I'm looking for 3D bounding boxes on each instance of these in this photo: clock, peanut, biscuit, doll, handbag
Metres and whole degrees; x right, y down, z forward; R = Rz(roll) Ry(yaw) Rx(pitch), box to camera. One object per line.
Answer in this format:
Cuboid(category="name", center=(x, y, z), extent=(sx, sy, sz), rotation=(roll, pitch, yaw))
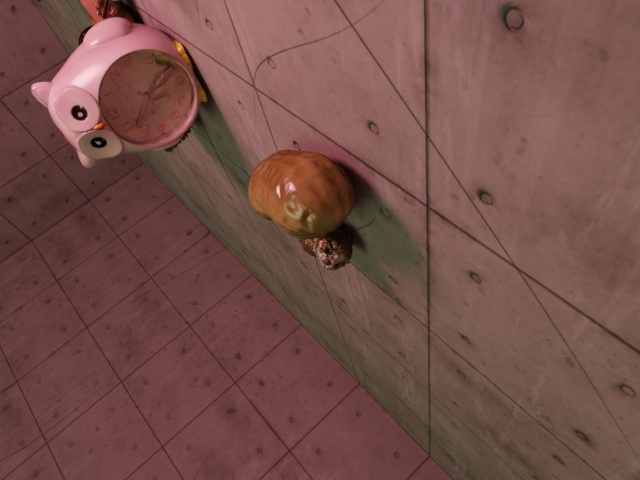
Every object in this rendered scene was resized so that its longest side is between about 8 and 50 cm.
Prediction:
Cuboid(category="clock", center=(-0.541, -0.397, 1.383), extent=(0.250, 0.377, 0.368), rotation=(42, 160, 43))
Cuboid(category="peanut", center=(-0.051, -0.101, 1.102), extent=(0.192, 0.169, 0.387), rotation=(52, 169, -25))
Cuboid(category="biscuit", center=(-0.604, -0.626, 1.558), extent=(0.274, 0.091, 0.213), rotation=(39, 159, 31))
Cuboid(category="doll", center=(0.003, 0.002, 1.283), extent=(0.105, 0.115, 0.221), rotation=(47, 167, -33))
Cuboid(category="handbag", center=(-0.606, -0.694, 1.347), extent=(0.157, 0.059, 0.212), rotation=(52, 153, 21))

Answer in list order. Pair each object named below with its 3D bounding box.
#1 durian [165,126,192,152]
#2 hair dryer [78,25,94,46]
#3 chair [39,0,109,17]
Cuboid(category="durian", center=(-0.525, -0.409, 1.654), extent=(0.237, 0.176, 0.200), rotation=(45, -145, -36))
Cuboid(category="hair dryer", center=(-0.729, -0.653, 1.894), extent=(0.312, 0.123, 0.340), rotation=(10, 149, 52))
Cuboid(category="chair", center=(-0.471, -0.629, 1.008), extent=(0.170, 0.325, 0.160), rotation=(10, 155, -18))
